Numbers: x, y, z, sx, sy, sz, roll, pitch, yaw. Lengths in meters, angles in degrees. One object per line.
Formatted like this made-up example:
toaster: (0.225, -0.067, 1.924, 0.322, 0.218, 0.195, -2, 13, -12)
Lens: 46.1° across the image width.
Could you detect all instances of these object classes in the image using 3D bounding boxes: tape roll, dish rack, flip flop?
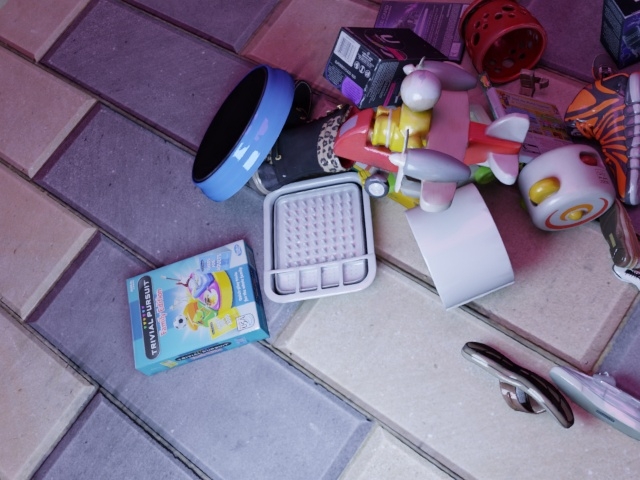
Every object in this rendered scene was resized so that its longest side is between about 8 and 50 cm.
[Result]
tape roll: (0.312, 0.012, 1.695, 0.169, 0.246, 0.246, -24, 61, 6)
dish rack: (0.000, 0.000, 1.900, 0.285, 0.072, 0.333, -10, 63, 14)
flip flop: (0.414, 0.315, 1.607, 0.277, 0.112, 0.080, 32, 104, 25)

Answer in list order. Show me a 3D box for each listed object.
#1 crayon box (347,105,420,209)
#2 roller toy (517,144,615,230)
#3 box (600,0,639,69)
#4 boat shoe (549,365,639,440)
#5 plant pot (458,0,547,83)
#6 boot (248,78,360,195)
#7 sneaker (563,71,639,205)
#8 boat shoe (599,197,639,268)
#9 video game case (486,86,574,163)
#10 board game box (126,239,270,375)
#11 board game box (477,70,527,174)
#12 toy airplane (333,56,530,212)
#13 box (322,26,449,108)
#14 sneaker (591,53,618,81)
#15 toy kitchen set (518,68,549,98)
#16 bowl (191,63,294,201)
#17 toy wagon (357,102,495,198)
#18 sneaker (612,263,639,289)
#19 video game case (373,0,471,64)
crayon box: (0.220, -0.206, 1.920, 0.323, 0.083, 0.203, 35, 80, 29)
roller toy: (0.557, -0.112, 1.699, 0.191, 0.209, 0.146, -16, 64, 6)
box: (0.778, -0.540, 1.827, 0.153, 0.207, 0.108, -23, 61, 8)
boat shoe: (0.590, 0.320, 1.562, 0.227, 0.079, 0.081, 34, 70, 23)
plant pot: (0.462, -0.532, 1.937, 0.191, 0.191, 0.174, -23, 58, 6)
boot: (-0.018, -0.292, 1.941, 0.284, 0.138, 0.377, -8, 46, 36)
sneaker: (0.677, -0.232, 1.778, 0.180, 0.124, 0.321, -5, 73, 36)
boat shoe: (0.685, -0.015, 1.698, 0.072, 0.068, 0.190, 11, 56, -14)
video game case: (0.515, -0.261, 1.796, 0.026, 0.227, 0.206, -46, 48, 45)
board game box: (-0.317, 0.171, 1.916, 0.336, 0.079, 0.254, -19, 61, 8)
board game box: (0.453, -0.280, 1.849, 0.030, 0.136, 0.260, -25, 60, 20)
toy airplane: (0.257, -0.246, 1.627, 0.384, 0.272, 0.386, -33, 43, -15)
box: (0.169, -0.448, 1.935, 0.165, 0.270, 0.143, 47, 130, 29)
sneaker: (0.713, -0.408, 1.867, 0.061, 0.065, 0.158, -7, 64, 15)
toy kitchen set: (0.532, -0.376, 1.898, 0.068, 0.083, 0.075, 17, 72, 25)
bowl: (-0.212, -0.288, 1.970, 0.391, 0.077, 0.391, -43, 30, 33)
toy wagon: (0.256, -0.206, 1.822, 0.344, 0.068, 0.267, -27, 60, 6)
sneaker: (0.694, 0.079, 1.655, 0.109, 0.044, 0.040, 36, 82, 30)
video game case: (0.280, -0.589, 2.116, 0.274, 0.026, 0.196, 9, 69, 22)
